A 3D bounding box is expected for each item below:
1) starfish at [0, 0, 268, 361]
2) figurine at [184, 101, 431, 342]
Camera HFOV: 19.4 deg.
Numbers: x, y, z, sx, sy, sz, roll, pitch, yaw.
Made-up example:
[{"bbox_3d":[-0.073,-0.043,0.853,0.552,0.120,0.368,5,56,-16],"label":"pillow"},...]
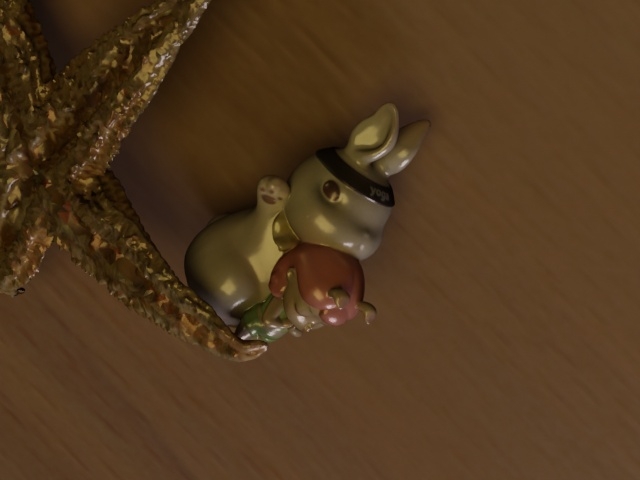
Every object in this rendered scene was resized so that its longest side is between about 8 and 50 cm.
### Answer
[{"bbox_3d":[-0.132,-0.054,0.984,0.295,0.048,0.231,34,118,23],"label":"starfish"},{"bbox_3d":[0.006,0.003,0.983,0.146,0.081,0.098,-30,76,29],"label":"figurine"}]
